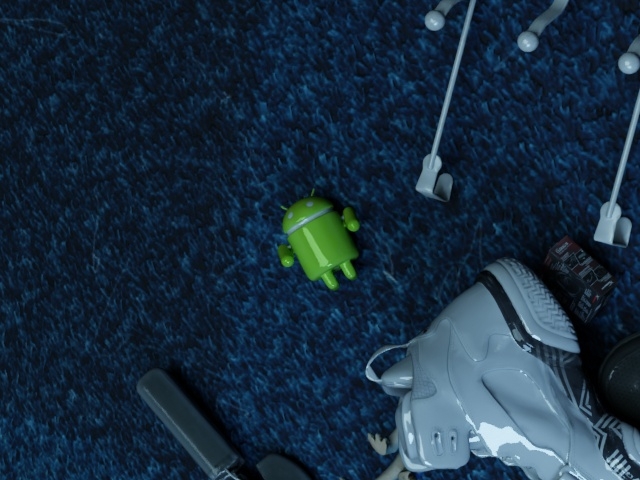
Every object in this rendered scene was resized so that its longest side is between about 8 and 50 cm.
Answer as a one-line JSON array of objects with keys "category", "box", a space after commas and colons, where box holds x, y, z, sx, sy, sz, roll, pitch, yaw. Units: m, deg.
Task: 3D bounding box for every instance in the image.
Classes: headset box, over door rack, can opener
[{"category": "headset box", "box": [0.268, 0.040, 1.813, 0.083, 0.032, 0.062, 44, 150, 19]}, {"category": "over door rack", "box": [0.226, -0.165, 1.773, 0.239, 0.108, 0.324, 17, 108, 29]}, {"category": "can opener", "box": [-0.110, 0.257, 2.088, 0.280, 0.074, 0.093, 43, 83, 16]}]

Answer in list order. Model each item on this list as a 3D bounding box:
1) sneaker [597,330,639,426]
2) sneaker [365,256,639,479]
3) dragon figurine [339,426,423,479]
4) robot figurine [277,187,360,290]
[{"category": "sneaker", "box": [0.424, 0.163, 1.692, 0.340, 0.139, 0.125, 8, 106, 31]}, {"category": "sneaker", "box": [0.206, 0.217, 1.751, 0.210, 0.137, 0.366, -30, 85, -10]}, {"category": "dragon figurine", "box": [0.134, 0.203, 1.907, 0.085, 0.144, 0.289, 47, 138, 14]}, {"category": "robot figurine", "box": [0.000, 0.000, 1.963, 0.101, 0.067, 0.115, -29, 82, 4]}]
